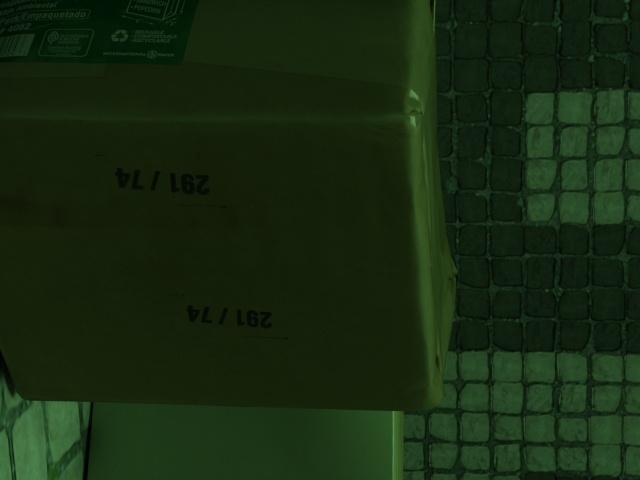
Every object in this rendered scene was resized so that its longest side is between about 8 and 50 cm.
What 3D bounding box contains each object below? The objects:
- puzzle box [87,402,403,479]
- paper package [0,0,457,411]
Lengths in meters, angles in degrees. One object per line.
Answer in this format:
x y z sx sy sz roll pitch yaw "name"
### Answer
-0.068 0.287 1.245 0.052 0.272 0.408 57 33 -66 "puzzle box"
-0.074 -0.035 1.051 0.309 0.325 0.168 82 12 -45 "paper package"
